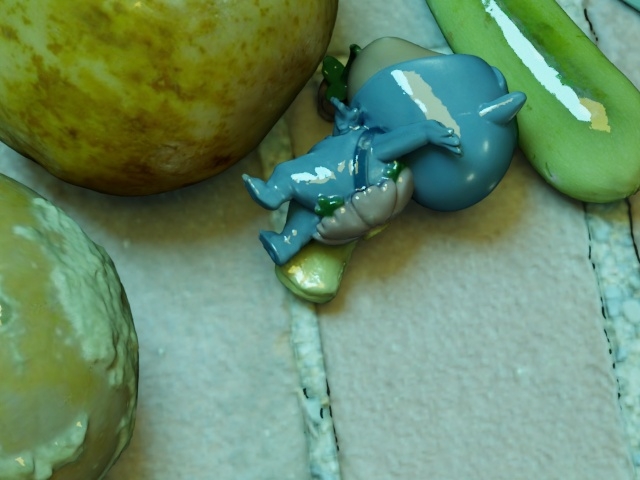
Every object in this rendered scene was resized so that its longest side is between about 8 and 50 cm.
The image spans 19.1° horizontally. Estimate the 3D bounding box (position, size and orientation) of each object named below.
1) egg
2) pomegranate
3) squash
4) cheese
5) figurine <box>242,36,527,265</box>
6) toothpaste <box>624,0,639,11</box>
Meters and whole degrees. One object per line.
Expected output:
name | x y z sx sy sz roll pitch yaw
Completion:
egg | -0.208 0.056 1.071 0.203 0.203 0.245 -35 67 -14
pomegranate | -0.108 -0.151 1.131 0.248 0.248 0.248 1 72 -4
squash | 0.129 -0.130 1.219 0.083 0.083 0.250 -29 74 -12
cheese | 0.000 0.000 1.187 0.044 0.030 0.083 22 59 -5
figurine | 0.029 -0.067 1.161 0.178 0.114 0.144 -30 60 -15
toothpaste | 0.219 -0.171 1.259 0.205 0.036 0.056 38 75 12
